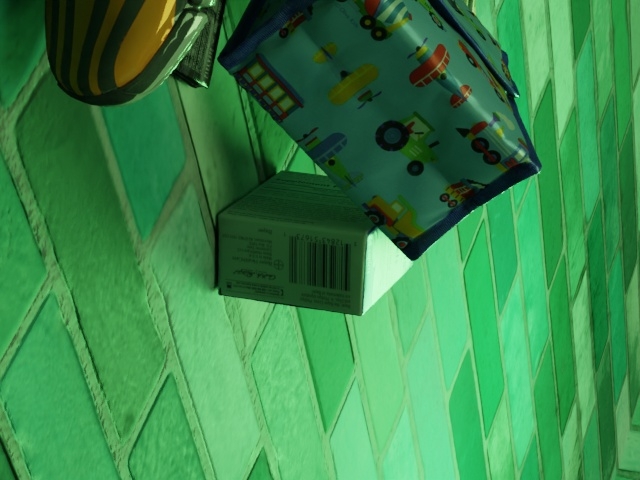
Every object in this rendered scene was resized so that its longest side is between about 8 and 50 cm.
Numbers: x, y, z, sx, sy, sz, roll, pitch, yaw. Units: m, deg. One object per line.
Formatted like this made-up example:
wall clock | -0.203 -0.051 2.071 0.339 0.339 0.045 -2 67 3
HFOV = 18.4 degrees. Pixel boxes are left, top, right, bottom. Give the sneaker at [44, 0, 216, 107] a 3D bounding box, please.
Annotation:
sneaker | -0.133 -0.247 1.146 0.180 0.124 0.321 20 80 -59

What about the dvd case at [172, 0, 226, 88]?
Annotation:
dvd case | -0.106 -0.208 1.355 0.221 0.018 0.165 28 72 -71

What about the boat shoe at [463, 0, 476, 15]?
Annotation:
boat shoe | 0.115 -0.249 1.846 0.109 0.094 0.302 -53 149 -67

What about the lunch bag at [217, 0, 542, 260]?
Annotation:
lunch bag | 0.059 -0.163 1.574 0.221 0.138 0.293 46 25 -19

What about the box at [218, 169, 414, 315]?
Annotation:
box | 0.000 0.000 1.588 0.137 0.126 0.072 -40 134 -62
